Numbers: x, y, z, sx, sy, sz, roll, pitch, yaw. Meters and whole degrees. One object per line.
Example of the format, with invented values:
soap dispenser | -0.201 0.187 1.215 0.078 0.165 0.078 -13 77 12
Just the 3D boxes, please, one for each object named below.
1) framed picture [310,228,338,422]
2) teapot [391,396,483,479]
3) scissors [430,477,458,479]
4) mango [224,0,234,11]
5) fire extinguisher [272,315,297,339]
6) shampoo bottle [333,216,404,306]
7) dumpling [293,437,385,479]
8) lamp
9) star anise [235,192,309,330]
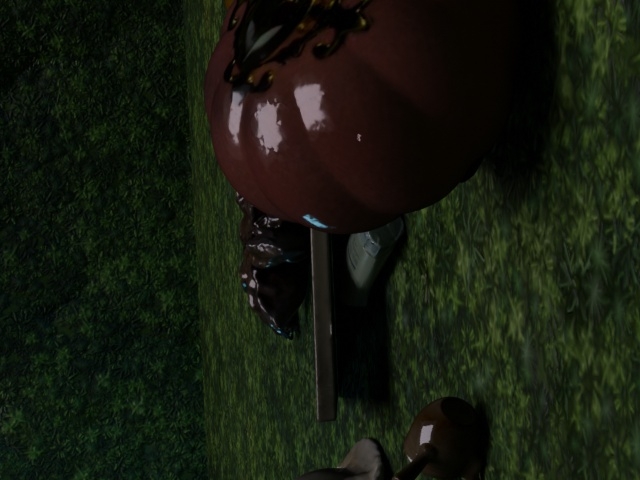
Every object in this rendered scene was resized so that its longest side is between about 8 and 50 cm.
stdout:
framed picture | 0.000 0.000 1.812 0.326 0.028 0.446 71 -164 -88
teapot | 0.114 0.204 1.319 0.085 0.110 0.080 35 126 18
scissors | 0.124 0.332 1.445 0.101 0.027 0.204 -105 18 -56
mango | -0.097 -0.420 2.077 0.151 0.156 0.248 10 103 42
fire extinguisher | -0.066 0.110 2.281 0.158 0.043 0.064 -105 -13 -47
shampoo bottle | 0.055 0.020 1.666 0.212 0.049 0.072 114 155 -67
dumpling | 0.007 0.348 1.753 0.226 0.175 0.243 -62 31 2
lamp | 0.047 -0.139 1.211 0.305 0.240 0.305 -28 42 28
star anise | -0.074 -0.003 2.138 0.315 0.108 0.315 178 90 -86
